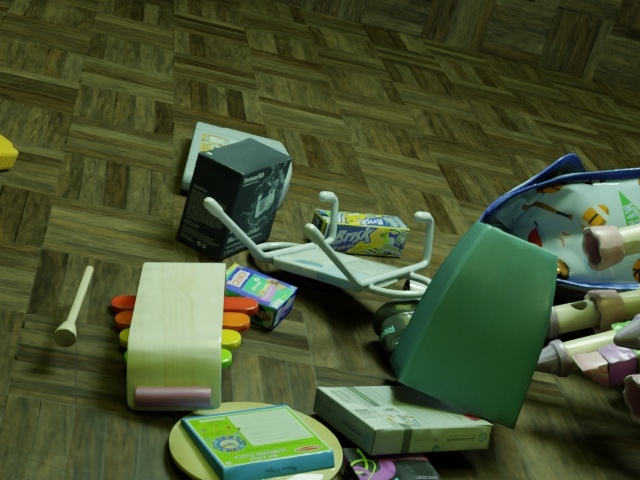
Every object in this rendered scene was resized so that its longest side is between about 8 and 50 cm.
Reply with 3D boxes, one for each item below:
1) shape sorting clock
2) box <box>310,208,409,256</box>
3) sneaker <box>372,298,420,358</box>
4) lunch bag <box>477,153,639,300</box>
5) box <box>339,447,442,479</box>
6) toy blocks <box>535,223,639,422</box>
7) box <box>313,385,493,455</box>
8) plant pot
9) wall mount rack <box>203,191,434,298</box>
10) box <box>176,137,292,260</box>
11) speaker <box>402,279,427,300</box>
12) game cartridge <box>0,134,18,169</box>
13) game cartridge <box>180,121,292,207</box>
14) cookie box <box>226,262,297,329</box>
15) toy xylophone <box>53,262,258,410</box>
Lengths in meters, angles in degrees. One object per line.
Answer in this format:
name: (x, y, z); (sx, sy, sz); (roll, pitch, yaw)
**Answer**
shape sorting clock: (-0.076, 0.248, 1.404); (0.206, 0.040, 0.206); (6, 17, -2)
box: (0.066, -0.012, 2.075); (0.168, 0.059, 0.054); (5, 24, -26)
sneaker: (0.210, 0.157, 1.774); (0.267, 0.101, 0.106); (3, 40, -16)
lunch bag: (0.471, -0.007, 1.979); (0.385, 0.239, 0.328); (-2, -9, 19)
box: (0.101, 0.304, 1.414); (0.116, 0.029, 0.162); (5, 26, -26)
toy blocks: (0.419, 0.172, 1.669); (0.260, 0.309, 0.289); (-13, 30, -10)
box: (0.106, 0.230, 1.538); (0.186, 0.038, 0.145); (2, 14, -32)
plant pot: (0.218, 0.101, 1.608); (0.165, 0.234, 0.165); (22, 3, -3)
wall mount rack: (0.000, 0.000, 1.815); (0.350, 0.131, 0.304); (14, 16, 39)
box: (-0.140, -0.070, 1.937); (0.093, 0.158, 0.156); (26, 25, 21)
speaker: (0.198, 0.101, 1.915); (0.136, 0.055, 0.055); (13, 23, -10)
game cartridge: (-0.674, -0.197, 1.888); (0.285, 0.053, 0.323); (34, 18, 16)
game cartridge: (-0.153, -0.139, 2.225); (0.198, 0.062, 0.297); (10, 23, -6)
cookie box: (-0.101, 0.082, 1.767); (0.107, 0.040, 0.092); (21, 24, 11)
toy xylophone: (-0.213, 0.108, 1.567); (0.236, 0.081, 0.323); (4, 24, 4)
